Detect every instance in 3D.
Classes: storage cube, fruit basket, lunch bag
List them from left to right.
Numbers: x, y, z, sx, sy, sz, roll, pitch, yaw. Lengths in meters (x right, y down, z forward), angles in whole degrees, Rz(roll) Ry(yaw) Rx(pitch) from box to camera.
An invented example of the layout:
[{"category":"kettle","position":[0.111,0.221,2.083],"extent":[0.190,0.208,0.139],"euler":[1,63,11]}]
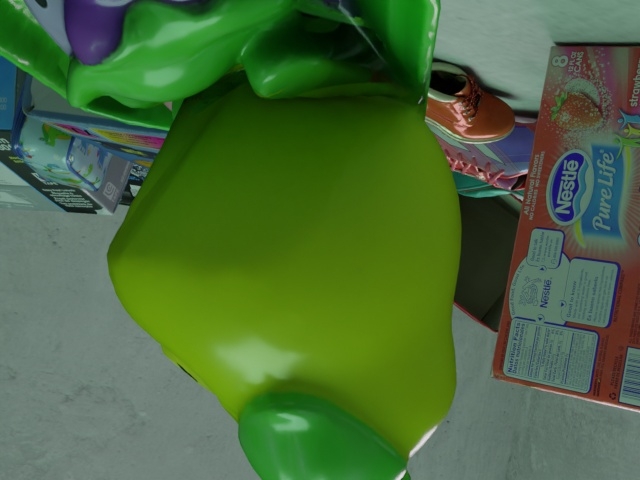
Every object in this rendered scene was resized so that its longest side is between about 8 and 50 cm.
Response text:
[{"category":"lunch bag","position":[-0.299,-0.160,1.108],"extent":[0.090,0.176,0.219],"euler":[16,174,-1]},{"category":"fruit basket","position":[-0.051,-0.063,0.465],"extent":[0.283,0.392,0.392],"euler":[10,176,6]},{"category":"storage cube","position":[0.248,0.016,1.440],"extent":[0.215,0.183,0.193],"euler":[38,-179,0]}]

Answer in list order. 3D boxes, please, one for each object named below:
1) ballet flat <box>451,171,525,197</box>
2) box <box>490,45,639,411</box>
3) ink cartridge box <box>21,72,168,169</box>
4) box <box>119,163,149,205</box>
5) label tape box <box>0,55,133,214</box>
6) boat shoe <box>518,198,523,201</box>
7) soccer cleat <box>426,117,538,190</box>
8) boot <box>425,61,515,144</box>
[{"category":"ballet flat","position":[0.268,-0.099,1.190],"extent":[0.087,0.083,0.247],"euler":[-15,-170,-30]},{"category":"box","position":[0.266,-0.006,0.795],"extent":[0.154,0.300,0.142],"euler":[8,174,32]},{"category":"ink cartridge box","position":[-0.095,-0.142,1.005],"extent":[0.270,0.151,0.395],"euler":[10,177,17]},{"category":"box","position":[-0.263,-0.136,1.444],"extent":[0.295,0.073,0.293],"euler":[9,155,6]},{"category":"label tape box","position":[-0.462,-0.164,1.258],"extent":[0.249,0.115,0.347],"euler":[5,158,27]},{"category":"boat shoe","position":[0.289,-0.040,1.691],"extent":[0.097,0.116,0.324],"euler":[-35,-174,-24]},{"category":"soccer cleat","position":[0.197,-0.103,1.077],"extent":[0.248,0.095,0.083],"euler":[7,171,30]},{"category":"boot","position":[0.149,-0.144,0.947],"extent":[0.158,0.059,0.084],"euler":[14,170,-21]}]
